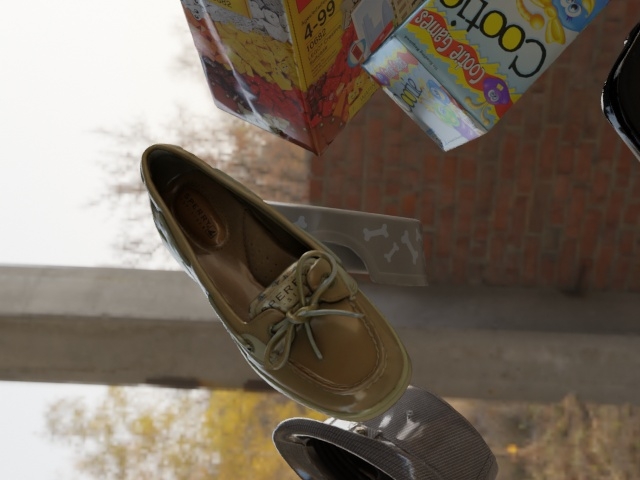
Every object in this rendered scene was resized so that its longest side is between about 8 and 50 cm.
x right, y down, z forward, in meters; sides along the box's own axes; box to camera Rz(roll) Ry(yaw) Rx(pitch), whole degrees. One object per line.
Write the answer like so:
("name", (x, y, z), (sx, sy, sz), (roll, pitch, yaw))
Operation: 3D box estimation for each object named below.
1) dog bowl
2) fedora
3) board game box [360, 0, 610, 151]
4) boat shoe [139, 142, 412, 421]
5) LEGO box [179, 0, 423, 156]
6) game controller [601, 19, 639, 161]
("dog bowl", (0.000, 0.000, 1.670), (0.349, 0.349, 0.102), (-107, 24, -88))
("fedora", (0.091, 0.242, 1.208), (0.124, 0.275, 0.243), (-52, -60, -24))
("board game box", (0.200, -0.249, 1.177), (0.275, 0.142, 0.144), (-46, 6, -11))
("boat shoe", (-0.048, 0.030, 0.839), (0.104, 0.285, 0.089), (-45, -28, -10))
("LEGO box", (0.042, -0.422, 1.379), (0.500, 0.193, 0.372), (-51, -28, -23))
("game controller", (0.406, -0.085, 1.109), (0.067, 0.319, 0.166), (-24, 27, 47))
